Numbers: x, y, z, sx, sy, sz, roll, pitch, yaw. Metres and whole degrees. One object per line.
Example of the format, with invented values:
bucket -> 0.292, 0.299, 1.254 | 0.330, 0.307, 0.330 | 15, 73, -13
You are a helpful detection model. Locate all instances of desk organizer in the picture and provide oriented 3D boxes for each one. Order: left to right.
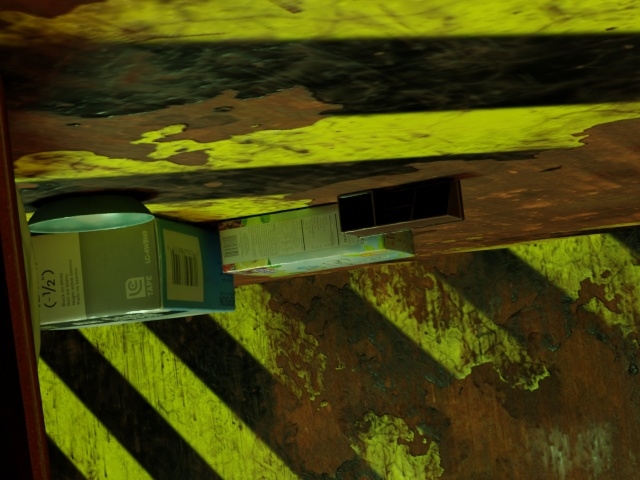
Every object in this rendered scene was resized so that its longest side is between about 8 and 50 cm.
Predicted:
desk organizer -> 0.087, -0.036, 1.067 | 0.130, 0.047, 0.050 | -9, 172, 26

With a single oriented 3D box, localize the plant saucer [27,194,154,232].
plant saucer -> -0.217, -0.026, 0.910 | 0.119, 0.021, 0.119 | -7, 176, 0

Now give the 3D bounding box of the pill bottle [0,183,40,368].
pill bottle -> -0.362, 0.045, 0.675 | 0.302, 0.169, 0.169 | -7, 175, -8

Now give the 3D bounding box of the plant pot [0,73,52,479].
plant pot -> -0.265, 0.050, 0.486 | 0.267, 0.267, 0.236 | -6, -174, -8

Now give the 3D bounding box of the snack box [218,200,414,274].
snack box -> 0.000, 0.000, 1.224 | 0.207, 0.070, 0.174 | -10, 174, 17

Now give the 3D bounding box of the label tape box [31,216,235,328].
label tape box -> -0.309, 0.055, 1.195 | 0.348, 0.115, 0.249 | -9, 174, 12
